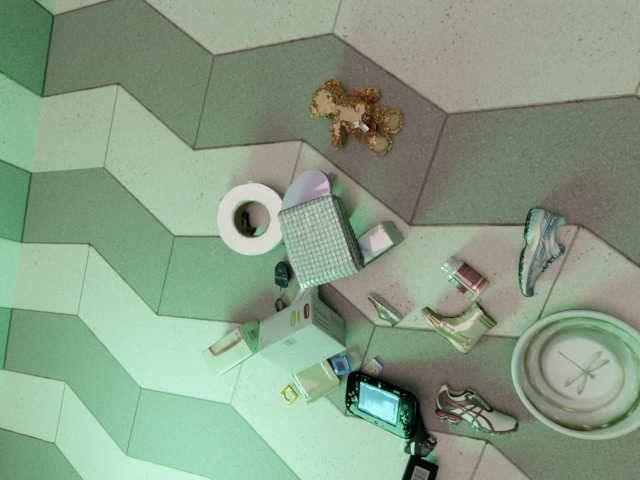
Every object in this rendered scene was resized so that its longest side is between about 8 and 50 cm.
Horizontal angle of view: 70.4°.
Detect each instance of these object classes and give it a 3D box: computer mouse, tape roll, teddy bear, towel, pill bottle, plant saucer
[{"bbox_3d":[-0.151,0.200,1.842,0.071,0.041,0.242,11,107,31],"label":"computer mouse"},{"bbox_3d":[-0.259,-0.086,1.782,0.286,0.100,0.286,0,93,8],"label":"tape roll"},{"bbox_3d":[0.127,-0.440,1.624,0.338,0.113,0.245,14,108,15],"label":"teddy bear"},{"bbox_3d":[0.000,0.000,1.537,0.235,0.121,0.283,-19,90,26],"label":"towel"},{"bbox_3d":[0.479,0.123,1.523,0.152,0.086,0.086,42,110,14],"label":"pill bottle"},{"bbox_3d":[0.804,0.399,1.399,0.401,0.100,0.400,2,96,23],"label":"plant saucer"}]

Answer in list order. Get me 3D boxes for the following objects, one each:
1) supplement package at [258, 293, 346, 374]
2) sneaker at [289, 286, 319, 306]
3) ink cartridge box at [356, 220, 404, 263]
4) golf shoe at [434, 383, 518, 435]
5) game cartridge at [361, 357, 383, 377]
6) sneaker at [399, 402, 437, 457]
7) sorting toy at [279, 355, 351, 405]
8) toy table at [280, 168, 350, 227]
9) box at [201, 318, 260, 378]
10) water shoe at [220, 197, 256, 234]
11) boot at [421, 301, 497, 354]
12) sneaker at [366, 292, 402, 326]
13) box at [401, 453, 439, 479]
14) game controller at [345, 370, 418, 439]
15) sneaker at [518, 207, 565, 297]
[{"bbox_3d":[-0.070,0.357,1.707,0.262,0.145,0.204,-32,125,23],"label":"supplement package"},{"bbox_3d":[-0.042,0.222,1.771,0.091,0.094,0.258,34,117,8],"label":"sneaker"},{"bbox_3d":[0.174,0.025,1.610,0.212,0.154,0.093,-38,80,22],"label":"ink cartridge box"},{"bbox_3d":[0.529,0.576,1.541,0.273,0.105,0.120,6,91,23],"label":"golf shoe"},{"bbox_3d":[0.198,0.492,1.724,0.056,0.017,0.083,40,110,11],"label":"game cartridge"},{"bbox_3d":[0.367,0.686,1.641,0.121,0.079,0.216,15,109,19],"label":"sneaker"},{"bbox_3d":[-0.030,0.529,1.814,0.348,0.047,0.196,-38,75,21],"label":"sorting toy"},{"bbox_3d":[-0.029,-0.129,1.682,0.252,0.161,0.274,40,109,16],"label":"toy table"},{"bbox_3d":[-0.351,0.447,1.890,0.232,0.149,0.126,-36,80,22],"label":"box"},{"bbox_3d":[-0.337,-0.102,1.881,0.080,0.073,0.203,-33,88,5],"label":"water shoe"},{"bbox_3d":[0.469,0.263,1.548,0.213,0.077,0.165,41,110,10],"label":"boot"},{"bbox_3d":[0.223,0.258,1.667,0.158,0.061,0.065,42,116,15],"label":"sneaker"},{"bbox_3d":[0.335,0.898,1.603,0.108,0.153,0.207,15,118,21],"label":"box"},{"bbox_3d":[0.216,0.589,1.648,0.319,0.067,0.166,7,102,44],"label":"game controller"},{"bbox_3d":[0.691,0.045,1.411,0.122,0.110,0.282,9,99,19],"label":"sneaker"}]
